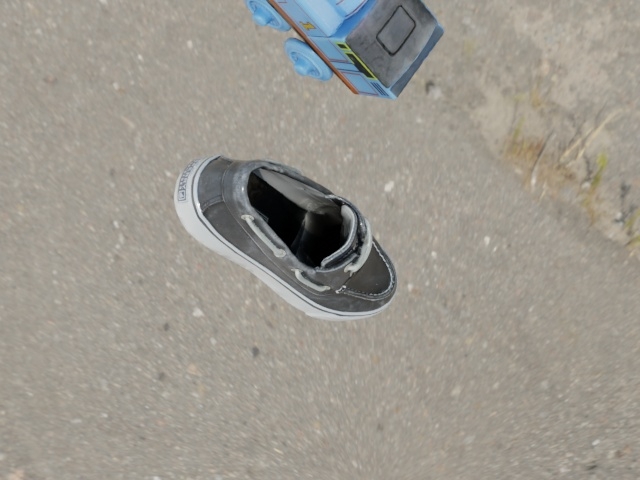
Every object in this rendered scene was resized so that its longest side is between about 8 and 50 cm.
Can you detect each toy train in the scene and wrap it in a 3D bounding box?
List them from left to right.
[{"bbox_3d":[-0.005,-0.172,0.655,0.080,0.184,0.105,-54,34,-12],"label":"toy train"}]

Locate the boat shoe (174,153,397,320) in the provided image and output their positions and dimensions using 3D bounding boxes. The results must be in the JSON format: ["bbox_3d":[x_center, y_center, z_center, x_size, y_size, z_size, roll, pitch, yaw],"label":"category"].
[{"bbox_3d":[0.000,0.000,0.947,0.102,0.301,0.108,-3,63,40],"label":"boat shoe"}]
